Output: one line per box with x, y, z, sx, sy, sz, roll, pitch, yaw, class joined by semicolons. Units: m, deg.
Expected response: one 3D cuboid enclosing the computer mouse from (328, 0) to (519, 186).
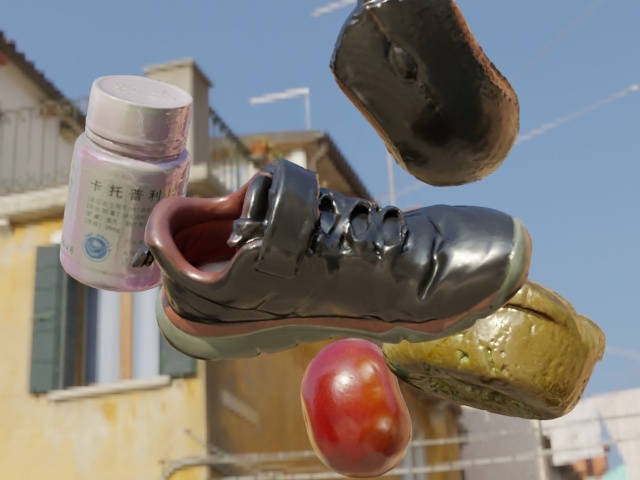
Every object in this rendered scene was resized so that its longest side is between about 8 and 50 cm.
0.145;-0.188;1.560;0.183;0.116;0.323;-35;-56;12;computer mouse

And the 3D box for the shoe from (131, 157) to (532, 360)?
0.000;0.000;0.843;0.291;0.114;0.137;-7;-46;19;shoe

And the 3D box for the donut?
0.198;0.124;1.398;0.261;0.128;0.208;2;-25;48;donut

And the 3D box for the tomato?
0.045;0.235;1.677;0.136;0.195;0.195;-14;-22;-9;tomato

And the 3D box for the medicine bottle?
-0.246;-0.073;1.546;0.152;0.152;0.254;5;-66;-17;medicine bottle
